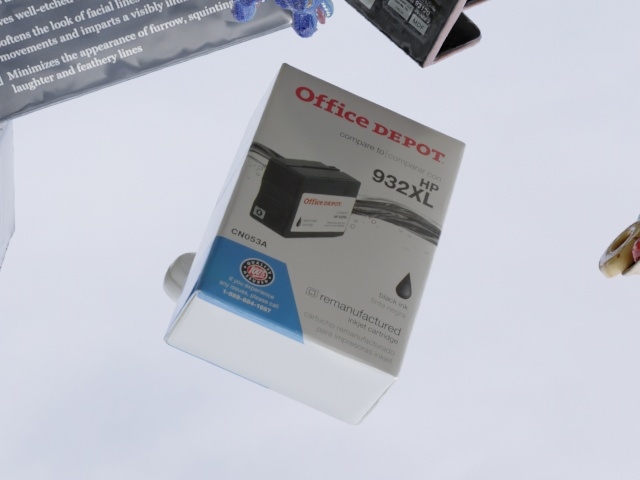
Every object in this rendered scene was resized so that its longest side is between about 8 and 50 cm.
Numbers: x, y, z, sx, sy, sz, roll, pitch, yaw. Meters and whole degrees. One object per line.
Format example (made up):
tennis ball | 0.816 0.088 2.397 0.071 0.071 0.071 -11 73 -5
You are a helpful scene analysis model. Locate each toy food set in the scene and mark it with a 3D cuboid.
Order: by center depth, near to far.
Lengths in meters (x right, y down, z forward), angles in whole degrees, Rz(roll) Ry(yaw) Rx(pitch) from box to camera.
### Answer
toy food set | 0.187 -0.016 0.962 0.020 0.083 0.083 34 -105 1

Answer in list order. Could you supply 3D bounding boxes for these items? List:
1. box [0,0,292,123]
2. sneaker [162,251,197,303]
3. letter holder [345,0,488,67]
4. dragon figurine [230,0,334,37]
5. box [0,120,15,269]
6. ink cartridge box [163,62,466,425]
box | -0.219 -0.347 1.486 0.293 0.395 0.212 -17 -150 2
sneaker | -0.033 0.032 1.970 0.292 0.169 0.108 18 -145 11
letter holder | 0.091 -0.354 1.843 0.302 0.152 0.214 43 -140 18
dragon figurine | 0.011 -0.252 0.961 0.085 0.289 0.144 23 -143 18
box | -0.574 -0.053 2.226 0.343 0.179 0.312 0 -166 -6
ink cartridge box | 0.000 0.000 1.803 0.223 0.129 0.307 24 -124 -7
